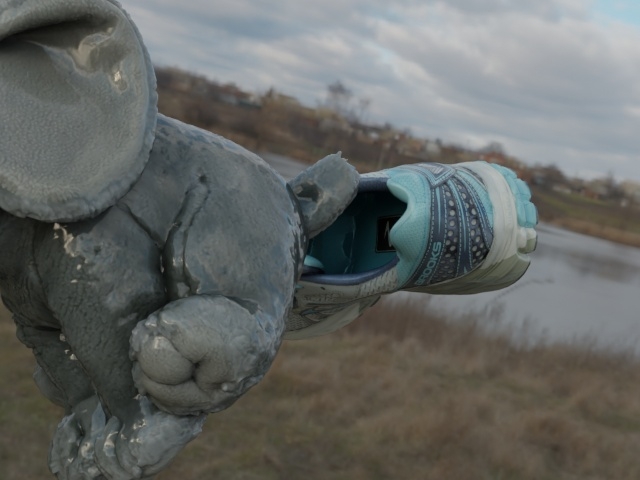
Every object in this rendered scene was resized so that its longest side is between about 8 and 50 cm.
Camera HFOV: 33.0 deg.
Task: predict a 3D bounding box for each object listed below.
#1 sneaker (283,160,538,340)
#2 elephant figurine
[{"bbox_3d":[0.000,0.000,0.737,0.122,0.110,0.283,6,-18,-44],"label":"sneaker"},{"bbox_3d":[-0.126,-0.025,0.444,0.239,0.169,0.186,45,21,-14],"label":"elephant figurine"}]
